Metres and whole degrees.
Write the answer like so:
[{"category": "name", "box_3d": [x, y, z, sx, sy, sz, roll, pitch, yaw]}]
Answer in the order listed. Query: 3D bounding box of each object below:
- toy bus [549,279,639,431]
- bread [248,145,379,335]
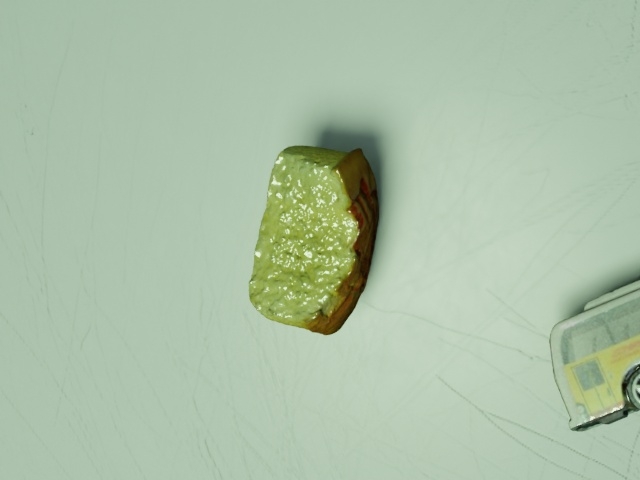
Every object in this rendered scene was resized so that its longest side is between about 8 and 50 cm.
[{"category": "toy bus", "box_3d": [0.309, 0.066, 0.871, 0.268, 0.092, 0.106, -25, 72, 15]}, {"category": "bread", "box_3d": [0.004, -0.003, 0.917, 0.086, 0.125, 0.156, 13, 100, 19]}]
